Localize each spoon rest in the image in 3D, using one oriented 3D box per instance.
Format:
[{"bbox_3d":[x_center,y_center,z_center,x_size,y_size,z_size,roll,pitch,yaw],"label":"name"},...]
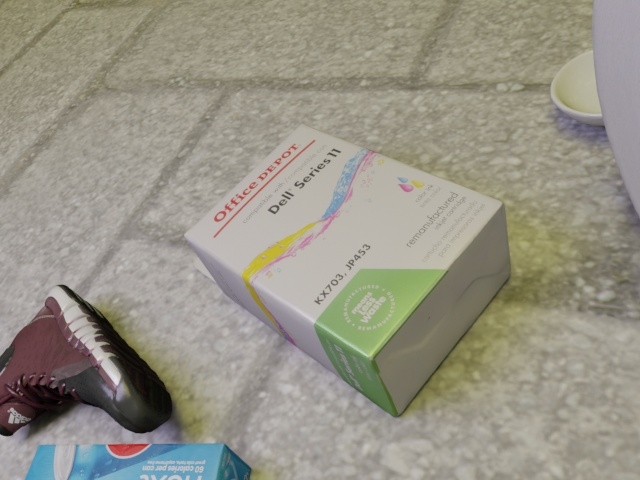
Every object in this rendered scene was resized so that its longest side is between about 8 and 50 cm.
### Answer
[{"bbox_3d":[0.398,-0.170,0.691,0.276,0.084,0.137,20,61,34],"label":"spoon rest"}]

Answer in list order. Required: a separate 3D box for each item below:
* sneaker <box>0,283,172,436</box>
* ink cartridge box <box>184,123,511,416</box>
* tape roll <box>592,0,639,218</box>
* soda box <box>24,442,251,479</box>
[{"bbox_3d":[-0.280,0.170,0.682,0.162,0.106,0.281,-47,39,-13],"label":"sneaker"},{"bbox_3d":[0.000,0.000,0.686,0.353,0.119,0.207,28,66,38],"label":"ink cartridge box"},{"bbox_3d":[0.317,-0.070,0.427,0.072,0.392,0.392,-21,46,4],"label":"tape roll"},{"bbox_3d":[-0.179,0.238,0.589,0.210,0.067,0.071,-6,49,17],"label":"soda box"}]
